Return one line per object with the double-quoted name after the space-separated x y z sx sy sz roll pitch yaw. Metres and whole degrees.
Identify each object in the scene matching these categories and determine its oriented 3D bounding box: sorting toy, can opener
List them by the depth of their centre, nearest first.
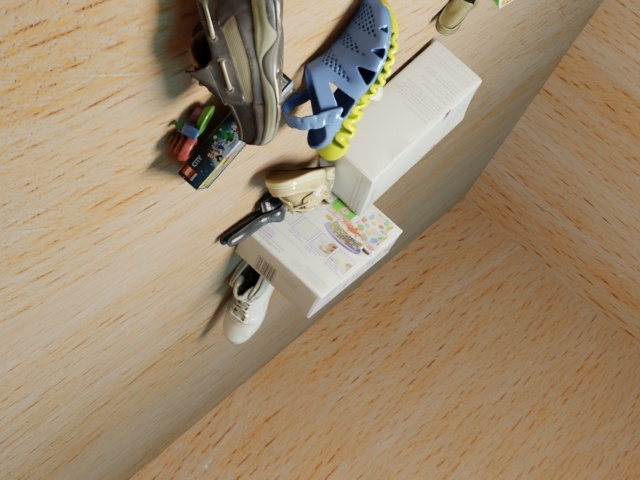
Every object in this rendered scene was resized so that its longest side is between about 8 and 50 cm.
-0.207 -0.173 1.529 0.102 0.042 0.061 -61 -178 5 "sorting toy"
-0.146 -0.042 2.137 0.186 0.073 0.059 -38 -156 -27 "can opener"

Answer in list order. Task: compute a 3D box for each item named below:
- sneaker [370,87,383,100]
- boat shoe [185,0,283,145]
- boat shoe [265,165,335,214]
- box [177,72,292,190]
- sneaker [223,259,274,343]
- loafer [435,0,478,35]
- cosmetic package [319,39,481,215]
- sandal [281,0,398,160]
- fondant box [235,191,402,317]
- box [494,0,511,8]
0.091 -0.338 1.960 0.094 0.080 0.212 -62 164 12 "sneaker"
-0.116 -0.264 1.341 0.355 0.130 0.132 94 -2 -56 "boat shoe"
-0.035 -0.105 2.100 0.302 0.109 0.098 -22 110 -73 "boat shoe"
-0.135 -0.184 1.624 0.233 0.044 0.159 -48 -177 3 "box"
-0.192 0.141 2.440 0.293 0.108 0.169 -62 163 17 "sneaker"
0.305 -0.515 2.180 0.148 0.056 0.050 -54 170 -22 "loafer"
0.180 -0.261 2.298 0.385 0.156 0.217 -45 170 -17 "cosmetic package"
0.032 -0.296 1.786 0.138 0.126 0.317 13 114 -30 "sandal"
0.000 0.000 2.302 0.330 0.238 0.096 -37 164 -39 "fondant box"
0.428 -0.617 1.972 0.231 0.127 0.262 -29 169 4 "box"
